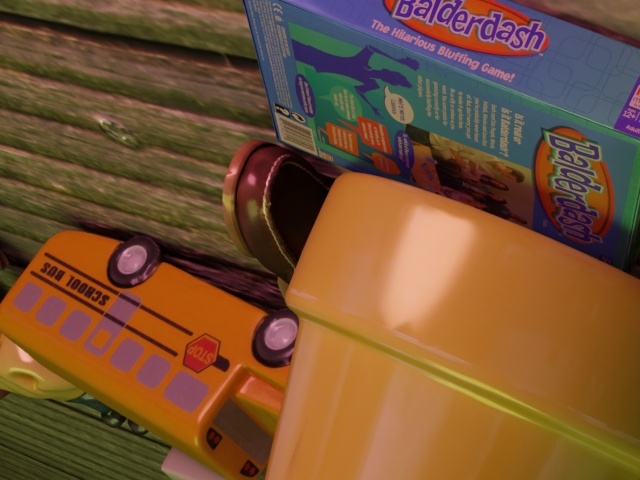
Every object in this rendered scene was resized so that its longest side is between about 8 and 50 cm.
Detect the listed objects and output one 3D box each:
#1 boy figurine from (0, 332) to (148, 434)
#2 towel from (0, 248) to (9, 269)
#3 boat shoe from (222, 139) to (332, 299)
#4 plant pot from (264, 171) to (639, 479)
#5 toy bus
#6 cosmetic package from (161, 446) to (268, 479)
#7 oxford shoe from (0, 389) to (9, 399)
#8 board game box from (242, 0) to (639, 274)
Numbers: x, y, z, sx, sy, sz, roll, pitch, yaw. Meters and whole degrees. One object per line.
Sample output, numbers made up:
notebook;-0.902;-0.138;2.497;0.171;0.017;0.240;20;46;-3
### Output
boy figurine;-0.300;0.119;1.578;0.285;0.092;0.177;30;164;-35
towel;-0.486;-0.083;1.473;0.332;0.053;0.317;23;159;14
boat shoe;0.000;0.000;0.989;0.073;0.073;0.207;18;165;24
plant pot;0.076;0.121;0.841;0.254;0.239;0.254;25;177;1
toy bus;-0.113;0.095;1.254;0.332;0.130;0.108;24;162;38
cosmetic package;0.070;0.223;1.307;0.365;0.155;0.197;13;155;36
oxford shoe;-0.496;0.071;1.809;0.397;0.140;0.146;17;127;42
board game box;0.070;-0.066;0.760;0.210;0.047;0.160;24;160;15
